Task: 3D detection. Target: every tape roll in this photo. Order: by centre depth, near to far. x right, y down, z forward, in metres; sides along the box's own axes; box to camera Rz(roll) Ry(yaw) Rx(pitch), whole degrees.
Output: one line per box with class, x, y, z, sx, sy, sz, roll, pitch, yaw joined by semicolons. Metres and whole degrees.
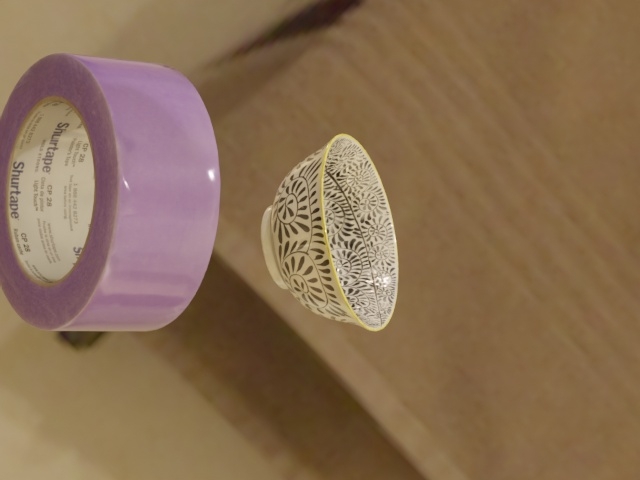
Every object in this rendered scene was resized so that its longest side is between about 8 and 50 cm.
tape roll;-0.152;-0.032;1.259;0.080;0.189;0.189;1;30;-37

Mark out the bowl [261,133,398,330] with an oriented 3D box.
bowl;0.000;0.000;1.568;0.170;0.080;0.170;-11;90;-68
